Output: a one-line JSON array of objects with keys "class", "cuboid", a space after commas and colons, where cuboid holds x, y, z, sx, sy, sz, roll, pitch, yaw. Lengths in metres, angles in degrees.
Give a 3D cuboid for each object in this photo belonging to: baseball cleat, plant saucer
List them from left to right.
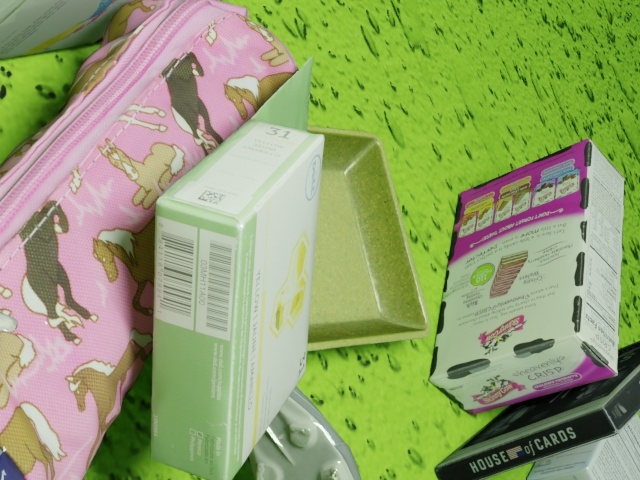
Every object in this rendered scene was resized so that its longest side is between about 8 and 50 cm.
[{"class": "baseball cleat", "cuboid": [-0.031, 0.107, 0.773, 0.206, 0.072, 0.109, 53, 21, -1]}, {"class": "plant saucer", "cuboid": [0.000, 0.000, 0.916, 0.188, 0.045, 0.188, 0, 72, -49]}]

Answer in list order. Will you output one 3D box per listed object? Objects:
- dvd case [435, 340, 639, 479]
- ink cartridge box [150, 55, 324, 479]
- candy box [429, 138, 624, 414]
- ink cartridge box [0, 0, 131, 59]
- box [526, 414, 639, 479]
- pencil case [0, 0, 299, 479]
[{"class": "dvd case", "cuboid": [0.232, 0.147, 1.009, 0.239, 0.179, 0.029, -23, 84, -53]}, {"class": "ink cartridge box", "cuboid": [-0.028, 0.007, 0.671, 0.235, 0.056, 0.171, -51, 151, -55]}, {"class": "candy box", "cuboid": [0.197, 0.033, 1.042, 0.071, 0.159, 0.233, 40, 46, -29]}, {"class": "ink cartridge box", "cuboid": [-0.180, -0.206, 0.737, 0.176, 0.127, 0.128, -27, 92, -51]}, {"class": "box", "cuboid": [0.284, 0.244, 1.110, 0.126, 0.072, 0.137, 60, 39, -9]}, {"class": "pencil case", "cuboid": [-0.141, 0.001, 0.649, 0.160, 0.167, 0.386, 48, 41, -17]}]
